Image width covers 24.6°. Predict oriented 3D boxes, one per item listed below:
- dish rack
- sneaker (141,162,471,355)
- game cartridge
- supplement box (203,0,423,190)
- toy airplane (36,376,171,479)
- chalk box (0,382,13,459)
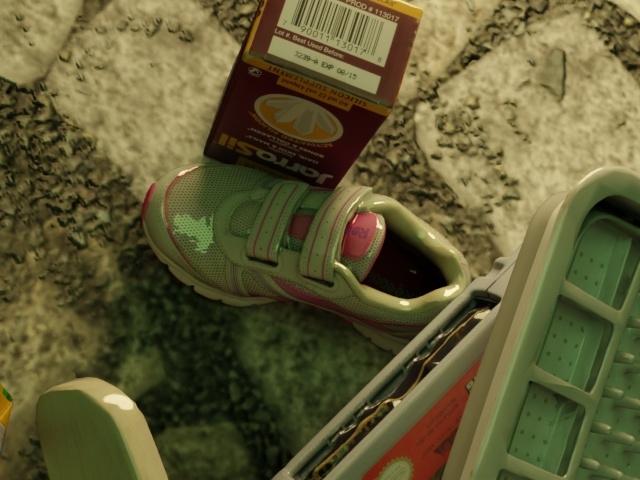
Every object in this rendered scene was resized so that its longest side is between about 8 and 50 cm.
[{"bbox_3d":[0.213,0.128,0.983,0.332,0.072,0.286,26,79,-35],"label":"dish rack"},{"bbox_3d":[0.000,0.000,1.030,0.252,0.111,0.103,16,69,-8],"label":"sneaker"},{"bbox_3d":[0.092,0.165,0.982,0.294,0.060,0.196,-43,122,-21],"label":"game cartridge"},{"bbox_3d":[-0.010,-0.107,1.021,0.104,0.188,0.081,21,69,-6],"label":"supplement box"},{"bbox_3d":[-0.073,0.320,0.823,0.384,0.272,0.386,30,100,11],"label":"toy airplane"},{"bbox_3d":[-0.314,0.130,0.893,0.213,0.132,0.132,8,71,3],"label":"chalk box"}]
